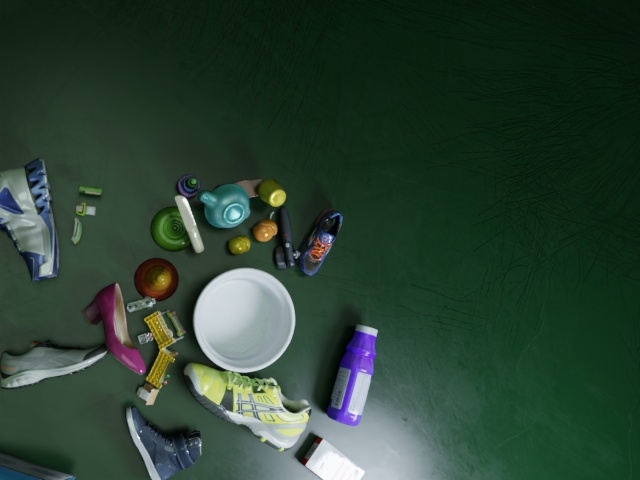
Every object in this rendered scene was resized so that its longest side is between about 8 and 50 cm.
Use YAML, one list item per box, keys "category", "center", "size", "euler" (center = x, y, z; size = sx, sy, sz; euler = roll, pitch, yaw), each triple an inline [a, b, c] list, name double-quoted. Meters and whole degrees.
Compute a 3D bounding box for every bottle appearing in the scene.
- category: "bottle"
  center: [0.100, 0.389, 1.943]
  size: [0.092, 0.118, 0.283]
  euler: [19, 78, -14]

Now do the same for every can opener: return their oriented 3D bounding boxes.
- category: "can opener"
  center: [-0.099, -0.009, 1.939]
  size: [0.073, 0.059, 0.186]
  euler: [-4, 83, -4]

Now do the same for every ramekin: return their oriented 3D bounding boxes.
- category: "ramekin"
  center: [-0.220, 0.216, 1.839]
  size: [0.277, 0.135, 0.277]
  euler: [2, 85, -19]

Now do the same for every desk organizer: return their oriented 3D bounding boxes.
- category: "desk organizer"
  center: [-0.228, -0.144, 1.918]
  size: [0.130, 0.047, 0.050]
  euler: [-12, 93, -19]

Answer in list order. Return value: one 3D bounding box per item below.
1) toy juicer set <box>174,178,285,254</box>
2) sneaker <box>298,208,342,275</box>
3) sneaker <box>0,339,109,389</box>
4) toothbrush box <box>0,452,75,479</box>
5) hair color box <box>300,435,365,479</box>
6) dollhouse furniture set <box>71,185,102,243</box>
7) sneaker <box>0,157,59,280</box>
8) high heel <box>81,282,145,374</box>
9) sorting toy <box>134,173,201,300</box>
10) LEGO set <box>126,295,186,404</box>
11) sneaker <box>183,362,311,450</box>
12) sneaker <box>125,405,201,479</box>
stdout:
- category: "toy juicer set"
  center: [-0.261, -0.059, 1.857]
  size: [0.328, 0.089, 0.209]
  euler: [-8, 122, -30]
- category: "sneaker"
  center: [0.000, 0.000, 1.962]
  size: [0.083, 0.087, 0.221]
  euler: [26, 77, -14]
- category: "sneaker"
  center: [-0.672, 0.297, 1.694]
  size: [0.271, 0.100, 0.108]
  euler: [-11, 83, -20]
- category: "toothbrush box"
  center: [-0.747, 0.681, 1.576]
  size: [0.216, 0.126, 0.296]
  euler: [15, 80, 8]
- category: "hair color box"
  center: [0.036, 0.654, 1.929]
  size: [0.167, 0.053, 0.093]
  euler: [41, 72, -10]
- category: "dollhouse furniture set"
  center: [-0.615, -0.065, 1.759]
  size: [0.058, 0.076, 0.152]
  euler: [8, 81, -18]
- category: "sneaker"
  center: [-0.770, -0.045, 1.688]
  size: [0.182, 0.127, 0.316]
  euler: [-8, 81, -16]
- category: "high heel"
  center: [-0.506, 0.228, 1.735]
  size: [0.117, 0.082, 0.244]
  euler: [-44, 70, -1]
- category: "sorting toy"
  center: [-0.397, -0.014, 1.805]
  size: [0.127, 0.126, 0.366]
  euler: [20, 79, -16]
- category: "LEGO set"
  center: [-0.427, 0.290, 1.798]
  size: [0.132, 0.107, 0.287]
  euler: [-7, 92, 15]
- category: "sneaker"
  center: [-0.196, 0.417, 1.809]
  size: [0.384, 0.145, 0.147]
  euler: [35, 99, -23]
- category: "sneaker"
  center: [-0.407, 0.511, 1.762]
  size: [0.163, 0.086, 0.226]
  euler: [-24, 103, -9]
